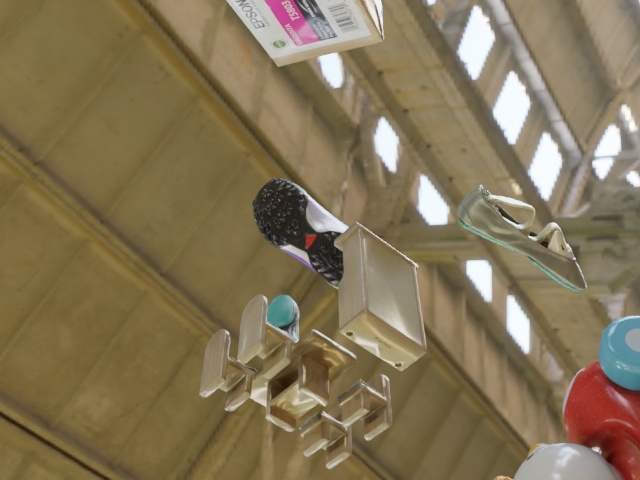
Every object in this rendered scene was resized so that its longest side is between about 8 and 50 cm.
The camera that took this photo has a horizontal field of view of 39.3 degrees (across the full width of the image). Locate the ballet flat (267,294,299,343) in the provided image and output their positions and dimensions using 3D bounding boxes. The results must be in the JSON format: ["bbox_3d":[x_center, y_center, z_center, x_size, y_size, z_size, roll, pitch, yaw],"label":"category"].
[{"bbox_3d":[-0.065,0.169,1.527,0.188,0.070,0.070,-87,-26,-59],"label":"ballet flat"}]

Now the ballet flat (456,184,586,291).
[{"bbox_3d":[0.284,-0.005,1.203,0.213,0.068,0.072,29,-163,-9],"label":"ballet flat"}]

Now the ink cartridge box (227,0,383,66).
[{"bbox_3d":[-0.026,-0.380,1.387,0.234,0.193,0.088,42,-139,-60],"label":"ink cartridge box"}]

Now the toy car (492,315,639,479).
[{"bbox_3d":[0.265,0.233,0.904,0.237,0.210,0.219,-18,-44,-9],"label":"toy car"}]

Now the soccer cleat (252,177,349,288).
[{"bbox_3d":[0.000,0.000,1.514,0.109,0.318,0.116,-55,-41,3],"label":"soccer cleat"}]

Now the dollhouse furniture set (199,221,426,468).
[{"bbox_3d":[0.006,0.123,1.111,0.212,0.242,0.161,35,-149,-24],"label":"dollhouse furniture set"}]
